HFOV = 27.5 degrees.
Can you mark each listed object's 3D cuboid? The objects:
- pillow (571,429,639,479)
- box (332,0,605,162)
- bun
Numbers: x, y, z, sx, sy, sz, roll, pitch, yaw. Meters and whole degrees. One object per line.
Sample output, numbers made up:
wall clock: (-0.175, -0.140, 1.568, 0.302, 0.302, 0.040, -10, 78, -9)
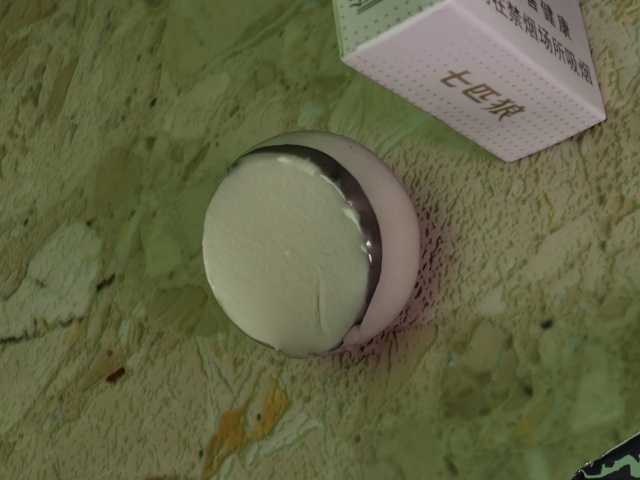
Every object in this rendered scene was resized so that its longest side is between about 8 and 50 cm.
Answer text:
pillow: (0.251, 0.122, 0.707, 0.208, 0.141, 0.055, -32, 10, 5)
box: (0.089, -0.245, 0.949, 0.095, 0.210, 0.330, -26, 58, 31)
bun: (0.000, 0.000, 0.994, 0.173, 0.120, 0.173, 6, 102, 31)
